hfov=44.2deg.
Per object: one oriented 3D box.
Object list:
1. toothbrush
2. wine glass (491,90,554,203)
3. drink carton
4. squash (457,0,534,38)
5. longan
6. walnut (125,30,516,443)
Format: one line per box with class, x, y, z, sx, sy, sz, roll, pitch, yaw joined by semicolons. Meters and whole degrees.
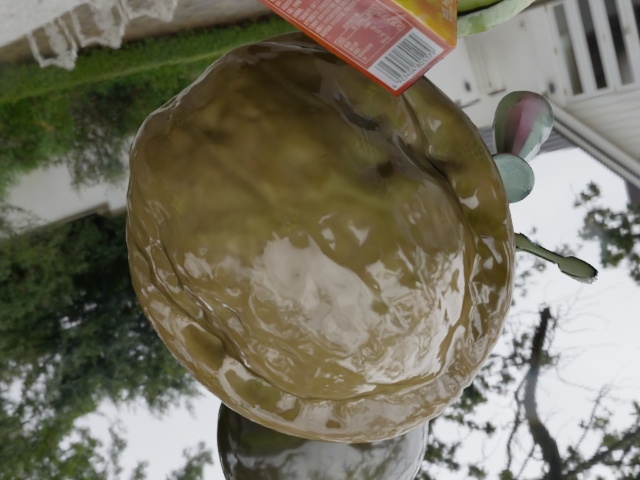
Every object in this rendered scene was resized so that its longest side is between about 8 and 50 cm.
toothbrush;0.239;-0.004;1.031;0.026;0.028;0.294;-52;-137;-7
wine glass;0.226;-0.109;0.907;0.073;0.073;0.155;-11;-151;27
drink carton;-0.001;-0.210;0.578;0.071;0.222;0.096;-35;-143;43
squash;0.152;-0.329;0.884;0.251;0.252;0.049;-15;149;11
longan;0.002;0.273;1.207;0.360;0.361;0.361;-16;-168;3
walnut;-0.008;-0.010;0.782;0.383;0.384;0.383;-16;-168;3
